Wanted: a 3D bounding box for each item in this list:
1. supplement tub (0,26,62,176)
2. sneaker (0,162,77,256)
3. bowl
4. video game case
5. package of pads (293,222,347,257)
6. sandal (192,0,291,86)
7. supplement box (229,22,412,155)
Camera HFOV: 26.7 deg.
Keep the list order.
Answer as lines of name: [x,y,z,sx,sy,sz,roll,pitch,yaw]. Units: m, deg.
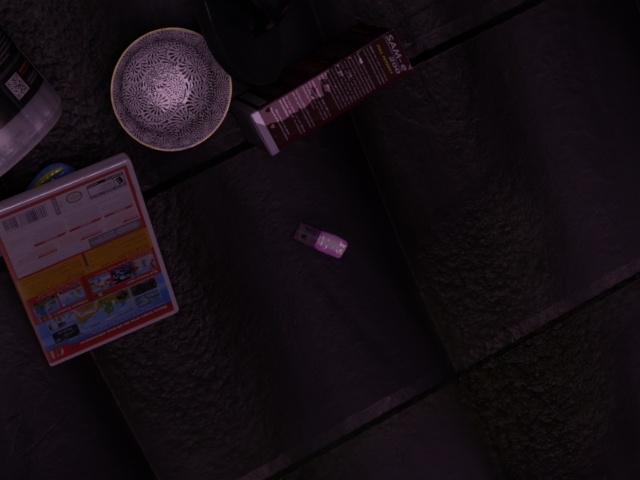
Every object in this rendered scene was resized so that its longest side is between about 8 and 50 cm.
supplement tub: [-0.496,-0.229,1.711,0.193,0.193,0.316,-41,113,-6]
sneaker: [-0.404,-0.036,1.855,0.188,0.078,0.067,-38,82,7]
bowl: [-0.215,-0.213,1.874,0.170,0.080,0.170,-4,103,-19]
video game case: [-0.324,0.031,1.868,0.204,0.025,0.285,-23,130,-13]
package of pads: [0.000,0.000,1.998,0.050,0.083,0.032,26,88,-26]
sandal: [-0.110,-0.411,1.793,0.167,0.107,0.446,-44,128,-49]
supplement box: [-0.002,-0.219,1.920,0.239,0.130,0.073,-32,111,-9]
